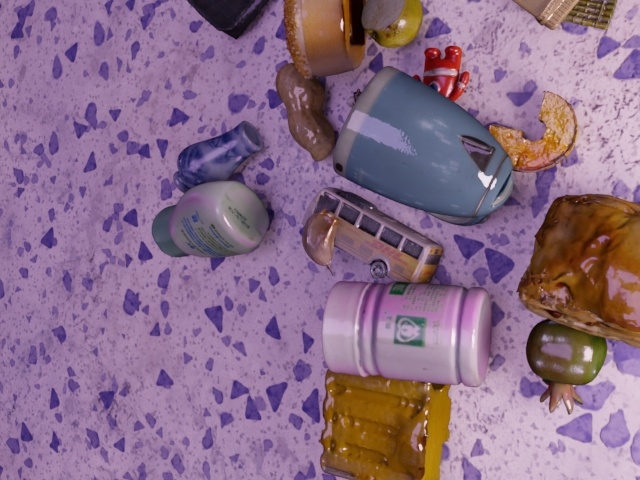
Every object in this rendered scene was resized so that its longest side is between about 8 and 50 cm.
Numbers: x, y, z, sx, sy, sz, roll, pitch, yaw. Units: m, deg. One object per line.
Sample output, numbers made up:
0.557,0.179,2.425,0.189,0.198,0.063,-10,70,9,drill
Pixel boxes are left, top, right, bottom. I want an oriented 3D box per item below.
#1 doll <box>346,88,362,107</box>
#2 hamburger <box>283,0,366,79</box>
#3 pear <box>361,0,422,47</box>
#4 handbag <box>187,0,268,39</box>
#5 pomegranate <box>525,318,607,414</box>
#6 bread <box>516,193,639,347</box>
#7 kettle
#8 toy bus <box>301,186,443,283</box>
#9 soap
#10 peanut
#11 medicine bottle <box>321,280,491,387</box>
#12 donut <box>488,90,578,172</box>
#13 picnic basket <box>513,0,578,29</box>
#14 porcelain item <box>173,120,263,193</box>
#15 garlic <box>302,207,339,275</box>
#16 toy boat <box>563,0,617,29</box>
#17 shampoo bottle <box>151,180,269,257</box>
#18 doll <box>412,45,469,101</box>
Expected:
0.090,-0.316,1.850,0.058,0.040,0.085,-33,67,43,doll
0.003,-0.512,1.764,0.170,0.302,0.302,0,90,16,hamburger
0.170,-0.502,1.759,0.141,0.104,0.141,-18,56,29,pear
-0.254,-0.662,2.069,0.175,0.088,0.270,-50,64,15,handbag
0.486,0.244,1.531,0.152,0.131,0.191,6,115,30,pomegranate
0.551,0.042,1.415,0.324,0.167,0.278,22,80,29,bread
0.231,-0.156,1.608,0.342,0.319,0.247,30,70,12,kettle
0.114,-0.007,1.795,0.342,0.097,0.138,32,109,31,toy bus
0.141,0.422,1.748,0.281,0.143,0.259,5,88,34,soap
-0.037,-0.319,1.900,0.117,0.101,0.263,-28,74,52,peanut
0.187,0.193,1.640,0.325,0.212,0.212,2,91,22,medicine bottle
0.446,-0.209,1.584,0.181,0.078,0.146,-31,73,24,donut
0.445,-0.519,1.568,0.115,0.079,0.164,-53,53,24,picnic basket
-0.277,-0.215,2.050,0.259,0.141,0.141,-30,73,20,porcelain item
-0.005,-0.001,1.778,0.084,0.066,0.152,12,94,32,garlic
0.534,-0.466,1.557,0.115,0.016,0.063,23,103,33,toy boat
-0.309,-0.042,2.037,0.349,0.222,0.151,-12,43,42,shampoo bottle
0.260,-0.306,1.713,0.142,0.076,0.245,8,90,41,doll
